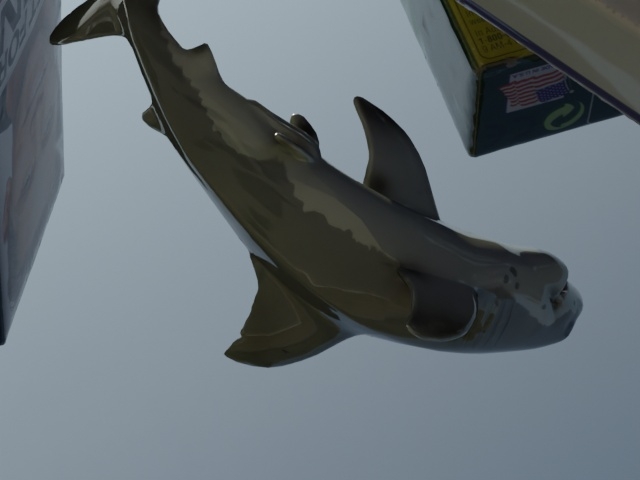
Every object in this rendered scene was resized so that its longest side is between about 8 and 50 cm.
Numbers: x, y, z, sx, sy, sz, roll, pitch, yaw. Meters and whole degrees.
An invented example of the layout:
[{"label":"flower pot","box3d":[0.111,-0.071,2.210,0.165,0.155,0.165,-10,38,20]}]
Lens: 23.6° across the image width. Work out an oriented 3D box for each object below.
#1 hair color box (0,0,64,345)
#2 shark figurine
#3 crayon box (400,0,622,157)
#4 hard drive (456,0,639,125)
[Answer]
[{"label":"hair color box","box3d":[-0.232,-0.111,0.975,0.105,0.174,0.347,11,-42,0]},{"label":"shark figurine","box3d":[-0.024,-0.008,0.662,0.278,0.166,0.116,38,-62,0]},{"label":"crayon box","box3d":[0.122,-0.213,0.834,0.202,0.081,0.319,-16,-121,-7]},{"label":"hard drive","box3d":[0.180,-0.163,0.532,0.318,0.040,0.210,-39,-118,-22]}]
